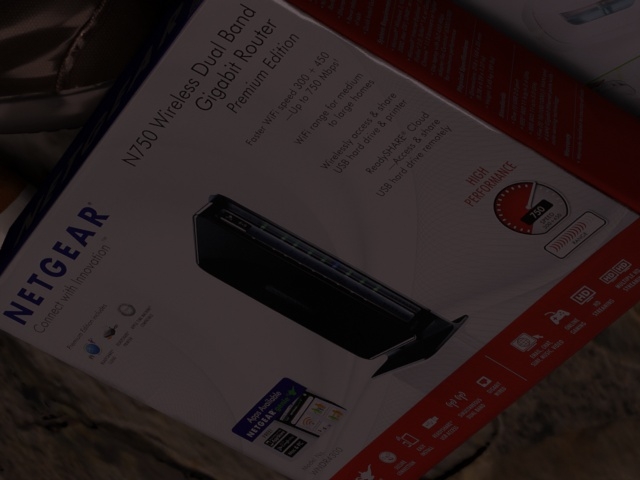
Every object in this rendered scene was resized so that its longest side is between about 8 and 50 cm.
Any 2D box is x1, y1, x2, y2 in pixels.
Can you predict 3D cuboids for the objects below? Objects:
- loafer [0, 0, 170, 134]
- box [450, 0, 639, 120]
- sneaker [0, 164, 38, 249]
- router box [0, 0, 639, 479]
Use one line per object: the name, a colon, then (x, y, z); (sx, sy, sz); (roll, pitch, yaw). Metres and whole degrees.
loafer: (-0.269, -0.133, 1.000); (0.366, 0.134, 0.130); (-10, 124, 1)
box: (0.155, -0.130, 0.954); (0.262, 0.127, 0.231); (-28, 122, 25)
sneaker: (-0.306, 0.037, 1.161); (0.290, 0.106, 0.123); (-36, 109, 20)
router box: (0.000, 0.000, 0.954); (0.301, 0.082, 0.335); (29, 133, -16)
